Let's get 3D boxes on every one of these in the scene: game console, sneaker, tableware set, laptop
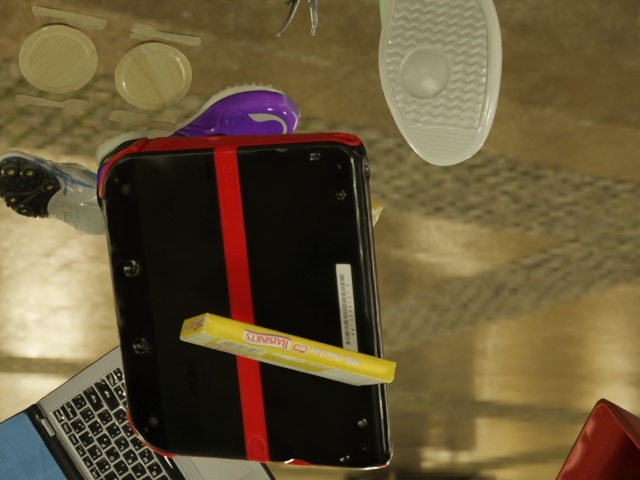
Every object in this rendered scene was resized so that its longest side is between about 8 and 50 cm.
[{"bbox_3d":[-0.087,0.071,1.719,0.342,0.386,0.060,-1,-167,24],"label":"game console"},{"bbox_3d":[-0.348,-0.072,1.961,0.085,0.086,0.237,-31,151,18],"label":"sneaker"},{"bbox_3d":[-0.241,-0.201,1.684,0.194,0.039,0.128,9,123,-17],"label":"tableware set"},{"bbox_3d":[0.100,-0.174,1.163,0.094,0.255,0.151,-12,169,17],"label":"sneaker"},{"bbox_3d":[-0.310,0.383,2.142,0.408,0.382,0.236,-34,176,14],"label":"laptop"},{"bbox_3d":[-0.155,-0.087,1.875,0.293,0.146,0.102,-21,133,22],"label":"sneaker"}]

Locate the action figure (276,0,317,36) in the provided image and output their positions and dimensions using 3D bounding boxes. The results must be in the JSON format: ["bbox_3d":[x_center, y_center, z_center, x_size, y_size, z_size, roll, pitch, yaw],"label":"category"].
[{"bbox_3d":[-0.037,-0.352,1.511,0.164,0.275,0.141,-12,172,-35],"label":"action figure"}]

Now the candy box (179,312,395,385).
[{"bbox_3d":[-0.035,0.114,1.545,0.206,0.027,0.105,16,170,-15],"label":"candy box"}]

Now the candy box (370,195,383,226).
[{"bbox_3d":[0.000,0.000,2.042,0.053,0.109,0.186,-19,142,-48],"label":"candy box"}]

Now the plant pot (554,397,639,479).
[{"bbox_3d":[0.388,0.373,1.644,0.236,0.267,0.267,22,-168,-14],"label":"plant pot"}]
